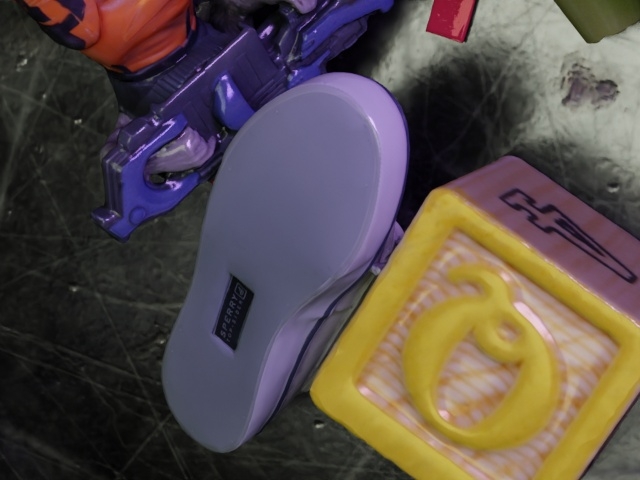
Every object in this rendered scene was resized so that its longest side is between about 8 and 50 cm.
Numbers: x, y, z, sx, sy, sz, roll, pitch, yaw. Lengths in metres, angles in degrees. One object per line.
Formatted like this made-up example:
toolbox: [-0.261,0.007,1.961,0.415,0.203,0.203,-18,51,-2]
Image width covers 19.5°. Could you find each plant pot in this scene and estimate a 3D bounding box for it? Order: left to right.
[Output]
plant pot: [0.195,-0.187,1.340,0.083,0.083,0.079,-25,102,23]

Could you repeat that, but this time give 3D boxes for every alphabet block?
alphabet block: [0.138,0.073,1.337,0.193,0.197,0.192,34,110,12]

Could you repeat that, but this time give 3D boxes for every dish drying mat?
dish drying mat: [0.105,-0.193,1.405,0.032,0.008,0.083,20,107,17]

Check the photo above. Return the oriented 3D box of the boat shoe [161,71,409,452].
boat shoe: [0.006,0.007,1.380,0.136,0.156,0.367,42,135,21]

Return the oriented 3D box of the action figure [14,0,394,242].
action figure: [-0.087,-0.181,1.379,0.178,0.341,0.330,29,151,54]
